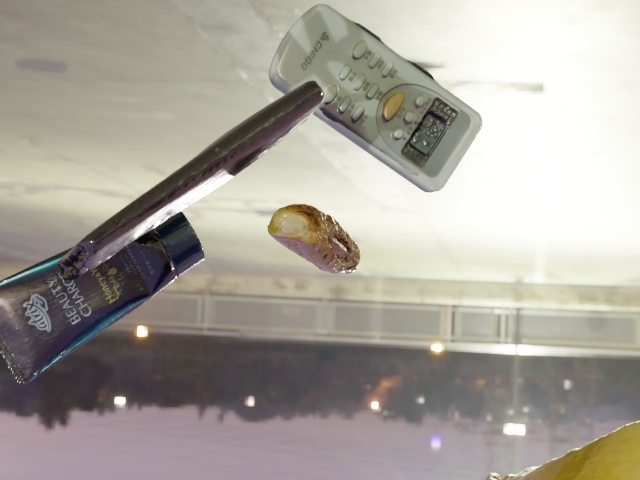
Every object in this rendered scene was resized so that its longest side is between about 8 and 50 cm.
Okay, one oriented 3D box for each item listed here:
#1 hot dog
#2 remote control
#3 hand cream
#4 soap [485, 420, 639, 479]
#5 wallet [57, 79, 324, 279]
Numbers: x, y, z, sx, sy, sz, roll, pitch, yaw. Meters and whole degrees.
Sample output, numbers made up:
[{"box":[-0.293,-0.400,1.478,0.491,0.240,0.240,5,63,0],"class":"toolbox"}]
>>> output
[{"box":[-0.001,0.000,1.520,0.083,0.068,0.289,22,177,15],"class":"hot dog"},{"box":[0.075,-0.198,1.567,0.296,0.140,0.056,35,172,-9],"class":"remote control"},{"box":[-0.270,0.052,1.365,0.270,0.120,0.061,-32,-172,-21],"class":"hand cream"},{"box":[0.197,0.296,1.107,0.306,0.115,0.427,-39,-179,43],"class":"soap"},{"box":[-0.141,-0.063,1.244,0.321,0.044,0.170,-39,-172,-24],"class":"wallet"}]
